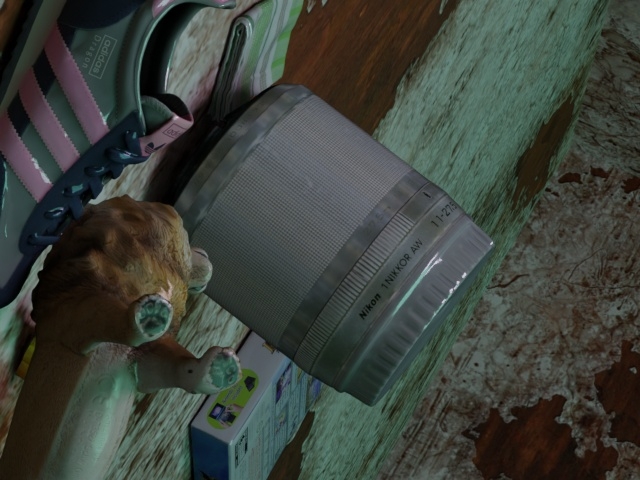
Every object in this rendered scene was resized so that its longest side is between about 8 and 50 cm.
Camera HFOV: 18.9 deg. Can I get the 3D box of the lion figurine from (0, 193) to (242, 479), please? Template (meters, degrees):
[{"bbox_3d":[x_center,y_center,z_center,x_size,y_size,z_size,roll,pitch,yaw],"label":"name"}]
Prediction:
[{"bbox_3d":[-0.185,0.145,1.444,0.240,0.142,0.392,7,-112,57],"label":"lion figurine"}]

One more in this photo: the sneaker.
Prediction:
[{"bbox_3d":[-0.170,-0.075,1.405,0.319,0.131,0.112,-67,171,13],"label":"sneaker"}]

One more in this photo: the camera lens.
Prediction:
[{"bbox_3d":[0.000,0.000,1.844,0.219,0.274,0.219,-51,173,-9],"label":"camera lens"}]

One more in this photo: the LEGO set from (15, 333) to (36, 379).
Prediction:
[{"bbox_3d":[-0.199,0.071,1.650,0.227,0.087,0.093,-60,-179,-19],"label":"LEGO set"}]

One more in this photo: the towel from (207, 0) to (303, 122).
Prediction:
[{"bbox_3d":[-0.057,-0.185,1.882,0.152,0.023,0.113,-42,155,-59],"label":"towel"}]

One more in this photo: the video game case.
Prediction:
[{"bbox_3d":[-0.078,0.212,2.442,0.244,0.061,0.269,-56,164,-29],"label":"video game case"}]
